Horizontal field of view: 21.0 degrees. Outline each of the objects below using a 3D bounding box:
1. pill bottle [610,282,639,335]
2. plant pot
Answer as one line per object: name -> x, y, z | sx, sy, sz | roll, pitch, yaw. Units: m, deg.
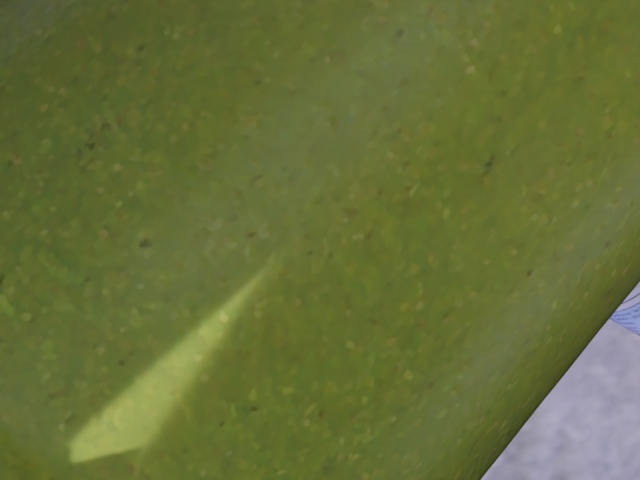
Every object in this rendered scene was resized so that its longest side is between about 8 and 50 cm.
pill bottle -> 0.109, -0.021, 0.675 | 0.160, 0.087, 0.087 | 29, 112, -21
plant pot -> -0.024, -0.007, 0.507 | 0.254, 0.276, 0.276 | -44, 117, 3
